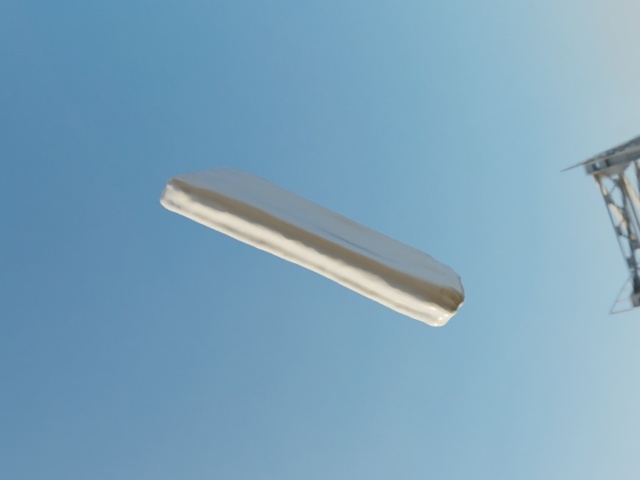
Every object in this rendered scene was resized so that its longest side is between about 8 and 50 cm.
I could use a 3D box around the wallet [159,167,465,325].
[{"bbox_3d":[0.000,0.000,0.396,0.183,0.031,0.124,25,-169,4],"label":"wallet"}]
